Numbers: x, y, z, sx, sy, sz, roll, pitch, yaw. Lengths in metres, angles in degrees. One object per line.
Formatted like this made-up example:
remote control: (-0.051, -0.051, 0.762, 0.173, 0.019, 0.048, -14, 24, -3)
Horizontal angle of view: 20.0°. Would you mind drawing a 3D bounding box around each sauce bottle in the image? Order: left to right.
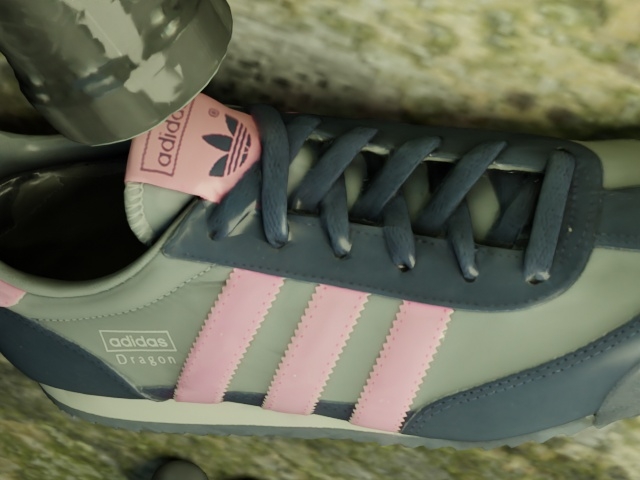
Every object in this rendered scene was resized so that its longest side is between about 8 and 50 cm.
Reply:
sauce bottle: (-0.137, -0.159, 0.478, 0.111, 0.111, 0.344, -10, 135, 30)

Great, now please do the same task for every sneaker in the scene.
sneaker: (0.000, 0.000, 0.636, 0.319, 0.112, 0.131, -7, 141, 26)

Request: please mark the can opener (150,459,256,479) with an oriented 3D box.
can opener: (-0.081, 0.223, 0.968, 0.076, 0.095, 0.283, 16, 144, -2)
